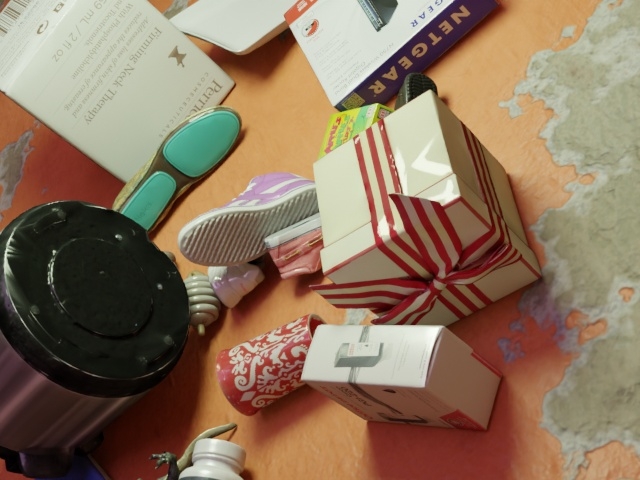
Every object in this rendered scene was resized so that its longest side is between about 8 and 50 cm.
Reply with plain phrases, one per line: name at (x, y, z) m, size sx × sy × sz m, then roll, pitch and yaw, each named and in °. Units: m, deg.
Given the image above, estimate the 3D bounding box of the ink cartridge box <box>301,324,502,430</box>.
ink cartridge box at (0.108, 0.184, 1.379) m, size 0.218 × 0.158 × 0.092 m, roll -2°, pitch 60°, yaw 44°

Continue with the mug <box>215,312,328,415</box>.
mug at (-0.066, 0.175, 1.596) m, size 0.169 × 0.113 × 0.150 m, roll -28°, pitch 46°, yaw 21°

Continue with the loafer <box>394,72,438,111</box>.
loafer at (0.156, -0.173, 1.693) m, size 0.078 × 0.080 × 0.220 m, roll 127°, pitch 156°, yaw -57°

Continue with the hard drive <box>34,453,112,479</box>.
hard drive at (-0.426, 0.498, 1.742) m, size 0.210 × 0.040 × 0.319 m, roll -55°, pitch 39°, yaw -5°

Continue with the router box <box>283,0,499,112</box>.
router box at (0.119, -0.426, 1.867) m, size 0.335 × 0.082 × 0.301 m, roll -40°, pitch 48°, yaw 17°

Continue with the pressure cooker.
pressure cooker at (-0.469, 0.181, 1.756) m, size 0.420 × 0.375 × 0.370 m, roll -40°, pitch 12°, yaw 39°

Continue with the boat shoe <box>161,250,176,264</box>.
boat shoe at (-0.419, 0.104, 2.004) m, size 0.324 × 0.123 × 0.116 m, roll -20°, pitch 81°, yaw 21°

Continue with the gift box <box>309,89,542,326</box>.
gift box at (0.128, -0.023, 1.440) m, size 0.255 × 0.276 × 0.258 m, roll -35°, pitch 43°, yaw 27°

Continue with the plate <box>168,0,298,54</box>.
plate at (-0.148, -0.485, 2.165) m, size 0.278 × 0.045 × 0.277 m, roll -39°, pitch 43°, yaw -23°

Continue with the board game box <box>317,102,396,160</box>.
board game box at (0.061, -0.175, 1.740) m, size 0.181 × 0.043 × 0.092 m, roll 1°, pitch 74°, yaw 66°

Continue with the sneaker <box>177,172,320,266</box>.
sneaker at (-0.130, -0.043, 1.771) m, size 0.282 × 0.102 × 0.161 m, roll -17°, pitch 27°, yaw -21°

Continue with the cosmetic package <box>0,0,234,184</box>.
cosmetic package at (-0.473, -0.363, 2.179) m, size 0.329 × 0.394 × 0.327 m, roll -54°, pitch 39°, yaw -4°

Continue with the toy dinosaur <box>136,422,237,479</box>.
toy dinosaur at (-0.244, 0.382, 1.595) m, size 0.064 × 0.118 × 0.268 m, roll 27°, pitch 81°, yaw 40°

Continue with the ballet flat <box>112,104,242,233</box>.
ballet flat at (-0.303, -0.151, 2.084) m, size 0.348 × 0.123 × 0.123 m, roll -48°, pitch 39°, yaw 4°

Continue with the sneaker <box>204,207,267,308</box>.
sneaker at (-0.147, 0.017, 1.829) m, size 0.115 × 0.090 × 0.232 m, roll -27°, pitch 45°, yaw 7°

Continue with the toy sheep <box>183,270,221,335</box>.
toy sheep at (-0.217, 0.112, 1.812) m, size 0.091 × 0.091 × 0.132 m, roll -28°, pitch 59°, yaw 26°

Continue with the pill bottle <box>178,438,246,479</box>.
pill bottle at (-0.167, 0.396, 1.519) m, size 0.108 × 0.108 × 0.180 m, roll -15°, pitch 50°, yaw 36°

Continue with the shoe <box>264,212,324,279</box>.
shoe at (0.000, 0.000, 1.710) m, size 0.178 × 0.081 × 0.063 m, roll -24°, pitch 11°, yaw -9°
